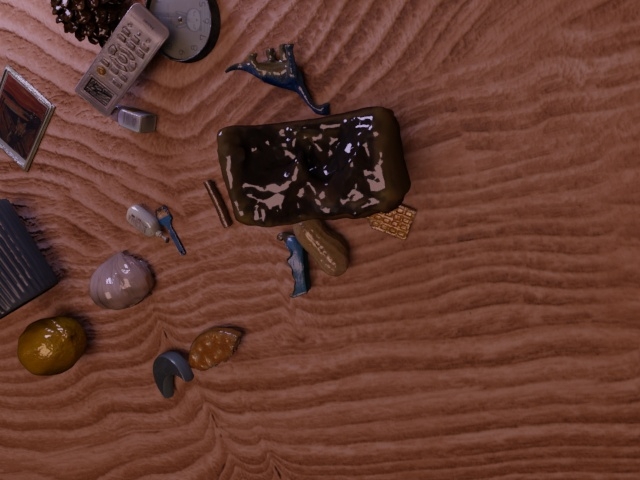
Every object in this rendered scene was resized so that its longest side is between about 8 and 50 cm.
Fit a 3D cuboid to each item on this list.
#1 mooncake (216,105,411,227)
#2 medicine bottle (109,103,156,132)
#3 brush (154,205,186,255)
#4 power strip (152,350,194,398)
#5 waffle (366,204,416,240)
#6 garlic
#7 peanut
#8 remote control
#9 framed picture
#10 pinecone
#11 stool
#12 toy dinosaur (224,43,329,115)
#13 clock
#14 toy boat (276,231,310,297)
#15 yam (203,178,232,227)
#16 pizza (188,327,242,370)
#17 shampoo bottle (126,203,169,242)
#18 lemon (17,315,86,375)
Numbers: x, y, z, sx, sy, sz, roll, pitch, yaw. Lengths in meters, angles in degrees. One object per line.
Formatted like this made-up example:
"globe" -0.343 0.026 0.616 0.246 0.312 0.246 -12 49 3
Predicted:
"mooncake" -0.005 -0.163 1.111 0.393 0.392 0.247 10 115 53
"medicine bottle" -0.540 -0.350 1.419 0.117 0.074 0.055 22 114 14
"brush" -0.459 -0.027 1.527 0.051 0.014 0.164 -23 99 26
"power strip" -0.507 0.446 1.660 0.216 0.044 0.137 -40 80 40
"waffle" 0.172 -0.062 1.284 0.134 0.021 0.092 21 113 12
"garlic" -0.660 0.146 1.588 0.229 0.143 0.178 -24 99 33
"peanut" 0.000 0.000 1.325 0.098 0.090 0.214 -40 87 -12
"remote control" -0.531 -0.482 1.332 0.109 0.055 0.313 40 115 -21
"framed picture" -0.982 -0.390 1.598 0.216 0.016 0.273 41 116 4
"pinecone" -0.596 -0.612 1.305 0.184 0.204 0.179 -42 46 28
"stool" -1.082 0.077 1.640 0.297 0.297 0.330 -27 101 25
"toy dinosaur" -0.110 -0.392 1.259 0.247 0.075 0.188 -7 112 16
"clock" -0.367 -0.580 1.302 0.214 0.042 0.215 6 109 18
"toy boat" -0.076 0.066 1.385 0.077 0.075 0.186 -3 103 12
"yam" -0.297 -0.107 1.434 0.032 0.032 0.146 -20 100 24
"pizza" -0.338 0.340 1.574 0.127 0.058 0.246 49 120 7
"shampoo bottle" -0.524 -0.044 1.520 0.151 0.045 0.077 36 131 11
"lemon" -0.930 0.364 1.717 0.260 0.204 0.204 -27 96 28
